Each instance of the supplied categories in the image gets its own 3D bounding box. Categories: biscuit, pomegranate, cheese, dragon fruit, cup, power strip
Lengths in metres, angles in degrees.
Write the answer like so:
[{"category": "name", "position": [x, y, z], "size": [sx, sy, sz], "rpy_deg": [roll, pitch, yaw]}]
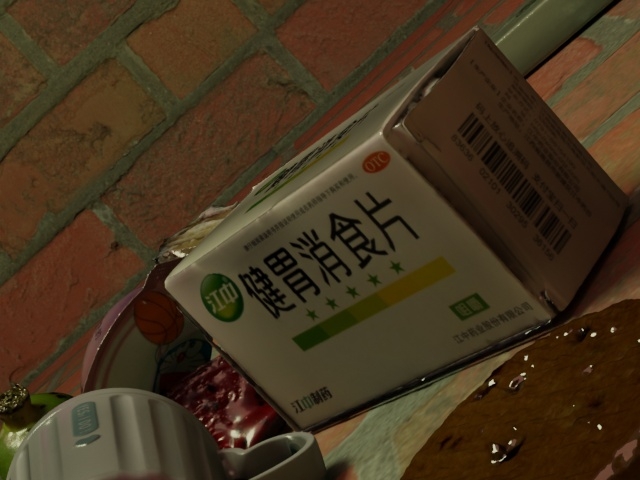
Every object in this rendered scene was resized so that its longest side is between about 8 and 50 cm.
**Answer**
[{"category": "biscuit", "position": [0.112, 0.107, 0.677], "size": [0.212, 0.036, 0.212], "rpy_deg": [-41, 11, 10]}, {"category": "pomegranate", "position": [-0.323, 0.247, 1.601], "size": [0.143, 0.122, 0.169], "rpy_deg": [-59, -22, -43]}, {"category": "cheese", "position": [-0.167, 0.148, 1.222], "size": [0.189, 0.074, 0.286], "rpy_deg": [-12, -59, -60]}, {"category": "dragon fruit", "position": [-0.073, 0.135, 1.160], "size": [0.192, 0.092, 0.122], "rpy_deg": [-44, 9, -6]}, {"category": "cup", "position": [-0.118, 0.184, 0.916], "size": [0.221, 0.167, 0.202], "rpy_deg": [-48, 13, -3]}, {"category": "power strip", "position": [0.239, -0.234, 1.605], "size": [0.385, 0.062, 0.091], "rpy_deg": [-40, 9, 22]}]

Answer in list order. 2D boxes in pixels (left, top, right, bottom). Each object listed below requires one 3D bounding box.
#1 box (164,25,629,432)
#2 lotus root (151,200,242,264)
[{"category": "box", "position": [0.048, 0.003, 0.990], "size": [0.333, 0.173, 0.145], "rpy_deg": [-32, 15, 50]}, {"category": "lotus root", "position": [-0.026, -0.006, 1.426], "size": [0.329, 0.078, 0.167], "rpy_deg": [-15, 20, 23]}]
